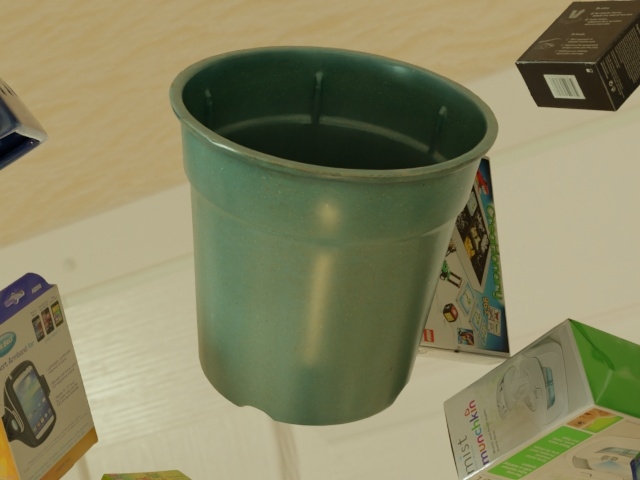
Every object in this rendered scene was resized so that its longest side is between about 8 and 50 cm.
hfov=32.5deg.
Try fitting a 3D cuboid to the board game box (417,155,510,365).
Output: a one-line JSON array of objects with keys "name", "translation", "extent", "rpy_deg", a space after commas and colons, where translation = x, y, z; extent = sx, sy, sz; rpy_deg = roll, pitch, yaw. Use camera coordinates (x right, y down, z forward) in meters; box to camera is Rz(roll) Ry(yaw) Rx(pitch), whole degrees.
[{"name": "board game box", "translation": [0.163, 0.011, 1.511], "extent": [0.193, 0.053, 0.305], "rpy_deg": [12, -114, -34]}]

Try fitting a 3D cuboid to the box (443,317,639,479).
[{"name": "box", "translation": [0.331, 0.232, 1.398], "extent": [0.262, 0.231, 0.127], "rpy_deg": [21, -136, -33]}]

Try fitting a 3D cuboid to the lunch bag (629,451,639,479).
[{"name": "lunch bag", "translation": [0.422, 0.244, 1.146], "extent": [0.096, 0.151, 0.129], "rpy_deg": [-71, 4, -53]}]

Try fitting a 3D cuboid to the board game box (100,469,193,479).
[{"name": "board game box", "translation": [-0.233, 0.346, 1.405], "extent": [0.092, 0.043, 0.181], "rpy_deg": [-62, -24, 2]}]

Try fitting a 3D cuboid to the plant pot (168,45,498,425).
[{"name": "plant pot", "translation": [0.000, 0.000, 1.216], "extent": [0.341, 0.341, 0.334], "rpy_deg": [-75, -8, -61]}]

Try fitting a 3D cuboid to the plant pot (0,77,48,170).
[{"name": "plant pot", "translation": [-0.519, -0.168, 1.421], "extent": [0.212, 0.236, 0.236], "rpy_deg": [59, 176, -2]}]

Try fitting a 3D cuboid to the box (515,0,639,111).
[{"name": "box", "translation": [0.405, -0.275, 1.623], "extent": [0.158, 0.156, 0.093], "rpy_deg": [-46, -59, -20]}]

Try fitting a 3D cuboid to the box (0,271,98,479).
[{"name": "box", "translation": [-0.188, 0.090, 0.698], "extent": [0.081, 0.028, 0.136], "rpy_deg": [-45, -51, -57]}]
